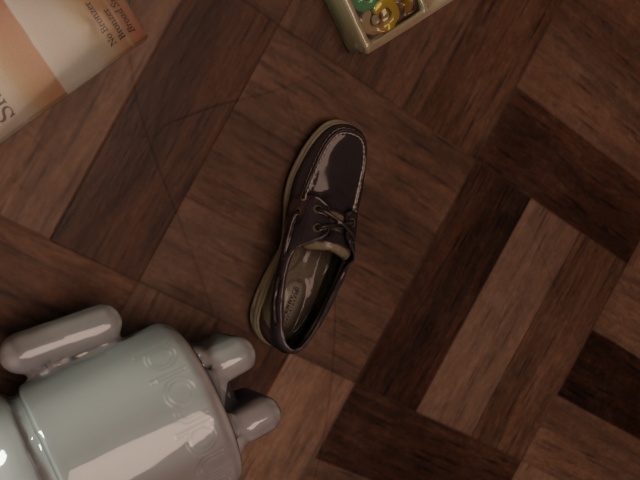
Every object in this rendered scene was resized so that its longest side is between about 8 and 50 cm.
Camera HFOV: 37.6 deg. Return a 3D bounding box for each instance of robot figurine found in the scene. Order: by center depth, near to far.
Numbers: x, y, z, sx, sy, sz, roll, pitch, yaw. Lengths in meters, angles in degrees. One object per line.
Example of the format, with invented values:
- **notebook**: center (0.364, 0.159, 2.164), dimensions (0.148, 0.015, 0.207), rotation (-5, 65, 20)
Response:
- **robot figurine**: center (-0.223, 0.217, 0.988), dimensions (0.353, 0.200, 0.300), rotation (-26, 93, -19)

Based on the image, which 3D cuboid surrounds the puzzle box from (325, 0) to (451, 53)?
- **puzzle box**: center (0.148, -0.436, 1.094), dimensions (0.409, 0.052, 0.272), rotation (-35, 115, -15)

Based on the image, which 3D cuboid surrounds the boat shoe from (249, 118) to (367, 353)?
- **boat shoe**: center (0.000, 0.000, 1.106), dimensions (0.103, 0.092, 0.285), rotation (19, 94, -29)

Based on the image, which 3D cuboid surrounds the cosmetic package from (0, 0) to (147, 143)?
- **cosmetic package**: center (-0.323, -0.156, 0.822), dimensions (0.296, 0.129, 0.153), rotation (-42, 116, -17)

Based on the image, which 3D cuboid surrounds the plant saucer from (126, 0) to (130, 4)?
- **plant saucer**: center (-0.278, -0.256, 0.932), dimensions (0.195, 0.037, 0.195), rotation (-7, 106, -26)
